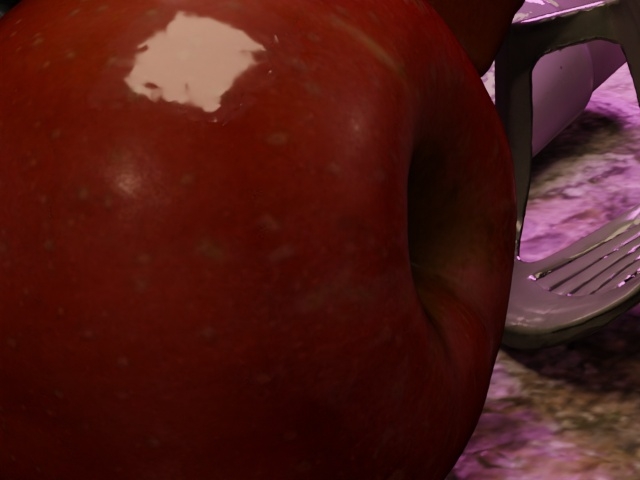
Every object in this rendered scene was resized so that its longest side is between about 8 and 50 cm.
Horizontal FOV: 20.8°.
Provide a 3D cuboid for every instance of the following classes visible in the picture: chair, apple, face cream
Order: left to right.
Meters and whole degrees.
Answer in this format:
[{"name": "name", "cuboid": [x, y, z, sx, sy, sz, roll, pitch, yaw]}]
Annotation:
[{"name": "apple", "cuboid": [-0.040, 0.000, 0.707, 0.216, 0.260, 0.260, 1, 25, 27]}, {"name": "face cream", "cuboid": [0.085, -0.078, 1.070, 0.154, 0.096, 0.274, 19, 48, 41]}, {"name": "chair", "cuboid": [0.206, -0.066, 0.881, 0.274, 0.190, 0.203, -11, 7, -19]}]

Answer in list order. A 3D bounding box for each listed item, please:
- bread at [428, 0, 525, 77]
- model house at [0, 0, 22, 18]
[{"name": "bread", "cuboid": [-0.056, -0.181, 0.870, 0.327, 0.114, 0.295, 19, -2, 30]}, {"name": "model house", "cuboid": [-0.197, -0.026, 0.949, 0.230, 0.249, 0.280, -48, 11, 8]}]
